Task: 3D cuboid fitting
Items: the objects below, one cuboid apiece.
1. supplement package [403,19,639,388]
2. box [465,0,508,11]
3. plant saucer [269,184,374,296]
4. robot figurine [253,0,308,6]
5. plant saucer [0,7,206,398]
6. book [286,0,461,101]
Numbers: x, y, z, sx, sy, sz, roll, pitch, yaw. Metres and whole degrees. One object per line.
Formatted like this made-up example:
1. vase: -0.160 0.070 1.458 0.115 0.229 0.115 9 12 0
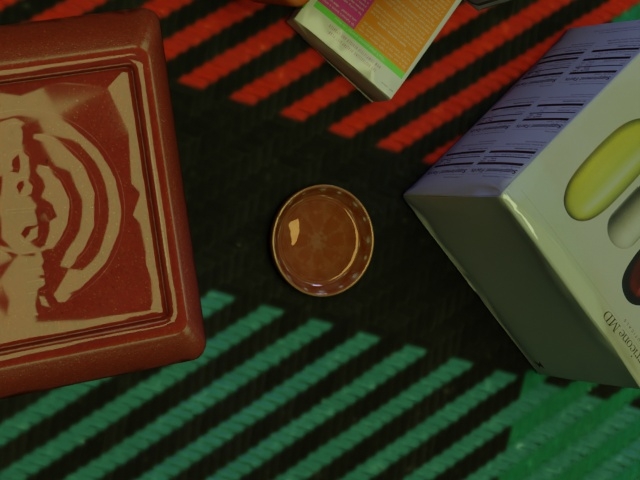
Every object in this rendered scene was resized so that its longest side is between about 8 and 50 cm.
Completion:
1. supplement package: 0.216 -0.029 1.512 0.203 0.149 0.194 -45 109 -18
2. box: 0.056 -0.305 1.324 0.290 0.087 0.169 35 74 -17
3. plant saucer: 0.000 0.000 1.487 0.083 0.013 0.083 -1 91 -25
4. robot figurine: 0.010 -0.269 1.419 0.158 0.128 0.219 34 76 4
5. plant saucer: -0.206 -0.020 1.373 0.259 0.048 0.258 -10 96 -25
6. book: 0.052 -0.190 1.496 0.096 0.035 0.144 41 75 -17
